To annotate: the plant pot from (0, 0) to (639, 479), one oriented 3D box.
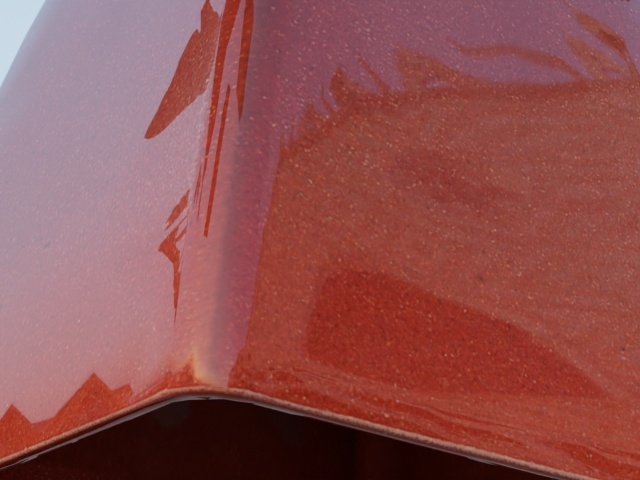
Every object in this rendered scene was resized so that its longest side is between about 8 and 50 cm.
[{"bbox_3d":[0.000,0.000,0.758,0.267,0.235,0.267,16,-25,-32],"label":"plant pot"}]
